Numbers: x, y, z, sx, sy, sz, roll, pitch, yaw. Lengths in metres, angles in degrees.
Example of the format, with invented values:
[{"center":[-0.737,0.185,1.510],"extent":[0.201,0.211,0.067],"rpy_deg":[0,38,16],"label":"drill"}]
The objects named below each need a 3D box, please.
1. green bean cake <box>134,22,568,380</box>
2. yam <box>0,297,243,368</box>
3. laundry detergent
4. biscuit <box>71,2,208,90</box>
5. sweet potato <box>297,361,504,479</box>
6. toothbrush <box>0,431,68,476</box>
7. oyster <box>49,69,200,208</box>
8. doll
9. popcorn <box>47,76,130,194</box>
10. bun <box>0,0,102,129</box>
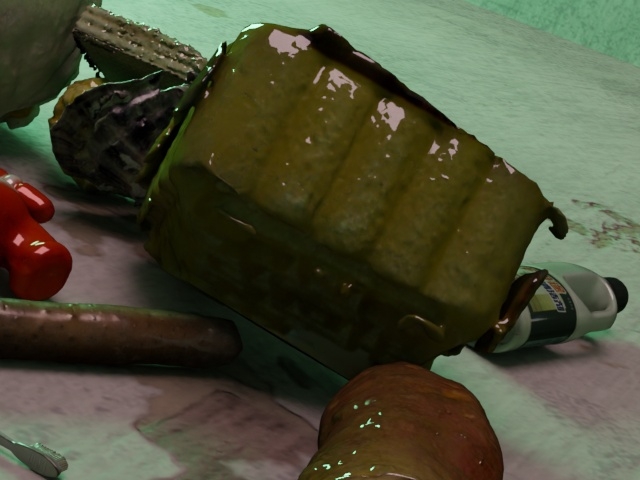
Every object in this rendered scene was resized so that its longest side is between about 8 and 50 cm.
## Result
[{"center":[0.000,0.000,1.269],"extent":[0.310,0.202,0.285],"rpy_deg":[32,-17,-4],"label":"green bean cake"},{"center":[-0.179,0.066,1.150],"extent":[0.264,0.046,0.046],"rpy_deg":[7,21,-29],"label":"yam"},{"center":[0.213,0.059,1.484],"extent":[0.099,0.070,0.225],"rpy_deg":[23,17,41],"label":"laundry detergent"},{"center":[-0.138,-0.132,1.548],"extent":[0.147,0.046,0.250],"rpy_deg":[24,-16,24],"label":"biscuit"},{"center":[0.058,0.141,1.035],"extent":[0.131,0.131,0.337],"rpy_deg":[19,20,5],"label":"sweet potato"},{"center":[-0.241,0.106,1.031],"extent":[0.194,0.014,0.017],"rpy_deg":[25,20,21],"label":"toothbrush"},{"center":[-0.121,-0.063,1.451],"extent":[0.199,0.252,0.087],"rpy_deg":[-26,40,-2],"label":"oyster"},{"center":[-0.342,-0.055,1.278],"extent":[0.336,0.105,0.199],"rpy_deg":[39,29,31],"label":"doll"},{"center":[-0.200,-0.102,1.491],"extent":[0.120,0.116,0.106],"rpy_deg":[15,26,-38],"label":"popcorn"},{"center":[-0.338,-0.191,1.545],"extent":[0.283,0.179,0.283],"rpy_deg":[-12,13,3],"label":"bun"}]
